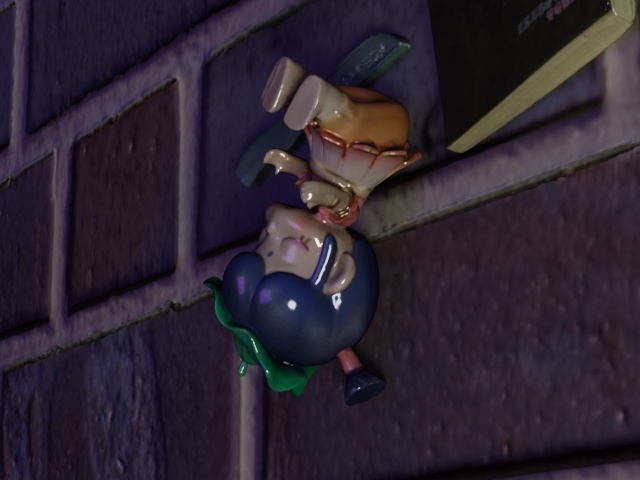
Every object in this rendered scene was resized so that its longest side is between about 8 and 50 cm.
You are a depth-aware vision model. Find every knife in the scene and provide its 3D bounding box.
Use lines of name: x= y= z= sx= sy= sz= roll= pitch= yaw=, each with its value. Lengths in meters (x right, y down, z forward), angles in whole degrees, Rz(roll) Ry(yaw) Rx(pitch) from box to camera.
knife: x=-0.002 y=-0.087 z=1.156 sx=0.210 sy=0.015 sz=0.028 roll=-38 pitch=44 yaw=50

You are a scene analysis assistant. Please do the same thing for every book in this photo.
book: x=0.103 y=-0.183 z=0.985 sx=0.160 sy=0.024 sz=0.228 roll=-39 pitch=51 yaw=52

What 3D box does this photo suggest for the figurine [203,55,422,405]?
figurine: x=0.000 y=0.000 z=1.052 sx=0.111 sy=0.102 sz=0.195 roll=45 pitch=118 yaw=58
